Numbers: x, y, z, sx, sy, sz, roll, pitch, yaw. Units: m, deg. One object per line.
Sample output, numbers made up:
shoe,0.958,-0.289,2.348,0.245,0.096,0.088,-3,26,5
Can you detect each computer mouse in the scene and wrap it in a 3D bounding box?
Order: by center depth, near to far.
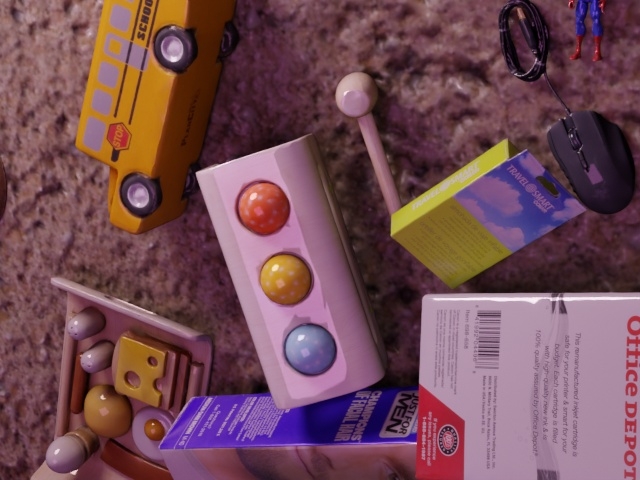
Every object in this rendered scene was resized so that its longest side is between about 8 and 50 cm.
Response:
computer mouse,0.245,-0.134,1.239,0.071,0.041,0.242,-30,91,31

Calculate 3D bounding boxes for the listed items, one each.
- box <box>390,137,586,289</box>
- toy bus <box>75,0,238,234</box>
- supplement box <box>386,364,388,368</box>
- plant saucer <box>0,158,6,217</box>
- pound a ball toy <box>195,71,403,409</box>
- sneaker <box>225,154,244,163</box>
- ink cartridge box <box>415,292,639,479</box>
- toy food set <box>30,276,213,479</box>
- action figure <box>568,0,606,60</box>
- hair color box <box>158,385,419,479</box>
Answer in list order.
box,0.174,-0.029,1.279,0.178,0.042,0.109,-34,122,29
toy bus,-0.189,-0.180,1.393,0.130,0.108,0.333,25,115,17
supplement box,0.029,0.136,1.426,0.055,0.043,0.083,-39,88,30
plant saucer,-0.507,-0.083,1.619,0.198,0.036,0.199,8,110,24
pound a ball toy,0.000,0.000,1.312,0.208,0.136,0.319,-16,97,11
sneaker,-0.089,-0.024,1.427,0.061,0.053,0.152,-12,101,31
ink cartridge box,0.240,0.154,1.227,0.272,0.114,0.197,-2,82,40
toy food set,-0.265,0.216,1.565,0.219,0.092,0.306,19,114,20
action figure,0.265,-0.236,1.206,0.038,0.030,0.115,8,107,29
hair color box,0.001,0.277,1.426,0.338,0.110,0.185,-7,119,26
